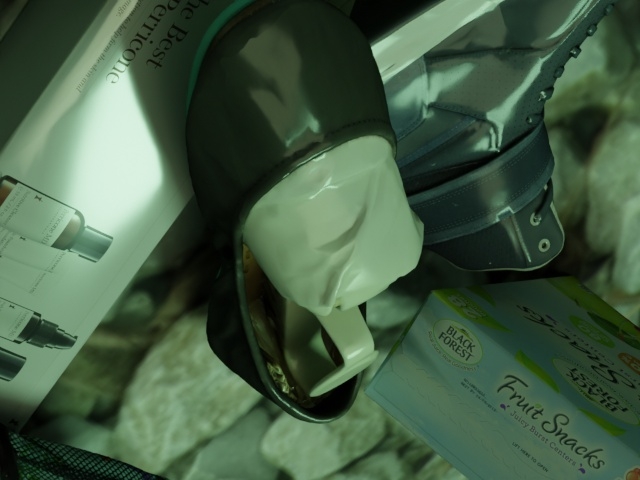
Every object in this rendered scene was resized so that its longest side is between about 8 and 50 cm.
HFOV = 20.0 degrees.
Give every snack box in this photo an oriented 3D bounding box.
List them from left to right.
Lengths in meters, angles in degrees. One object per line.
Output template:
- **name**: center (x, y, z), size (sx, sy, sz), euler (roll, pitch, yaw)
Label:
- **snack box**: center (0.144, 0.096, 0.922), size (0.070, 0.174, 0.207), euler (-58, 159, 17)

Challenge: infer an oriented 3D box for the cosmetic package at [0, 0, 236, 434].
- **cosmetic package**: center (-0.114, -0.030, 0.807), size (0.099, 0.060, 0.239), euler (25, 107, -41)

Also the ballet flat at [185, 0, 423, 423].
- **ballet flat**: center (0.000, 0.000, 0.809), size (0.095, 0.096, 0.280), euler (-30, 155, -15)

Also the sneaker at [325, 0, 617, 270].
- **sneaker**: center (0.107, -0.083, 0.870), size (0.226, 0.086, 0.163), euler (-30, 122, 5)

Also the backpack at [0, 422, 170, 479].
- **backpack**: center (-0.205, 0.177, 0.815), size (0.253, 0.191, 0.225), euler (30, 126, -36)
